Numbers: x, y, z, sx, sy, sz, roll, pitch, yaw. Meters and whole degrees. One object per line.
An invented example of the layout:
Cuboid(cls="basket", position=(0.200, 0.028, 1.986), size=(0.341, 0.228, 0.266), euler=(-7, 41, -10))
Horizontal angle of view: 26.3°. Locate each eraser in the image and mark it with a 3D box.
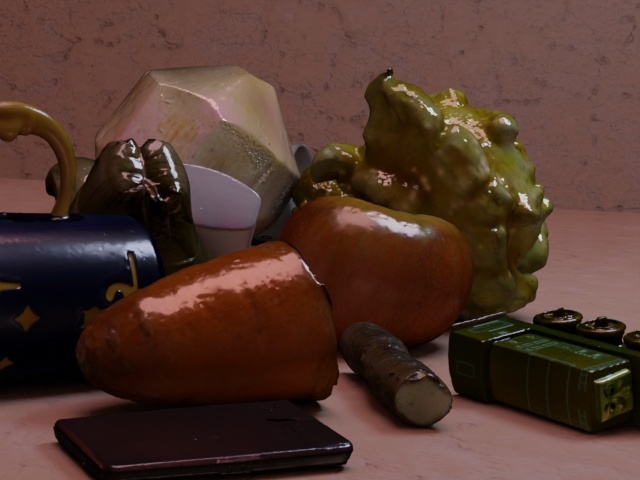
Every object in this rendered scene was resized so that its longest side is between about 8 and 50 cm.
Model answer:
Cuboid(cls="eraser", position=(-0.186, -0.030, 2.069), size=(0.174, 0.094, 0.270), euler=(15, -14, -2))

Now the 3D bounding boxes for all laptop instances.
Cuboid(cls="laptop", position=(-0.095, 0.163, 1.100), size=(0.207, 0.026, 0.154), euler=(-2, 10, -26))

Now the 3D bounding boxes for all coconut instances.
Cuboid(cls="coconut", position=(-0.203, -0.142, 2.347), size=(0.353, 0.352, 0.352), euler=(3, 6, 0))

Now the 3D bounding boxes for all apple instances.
Cuboid(cls="apple", position=(0.061, 0.043, 1.602), size=(0.235, 0.173, 0.210), euler=(11, 2, -2))

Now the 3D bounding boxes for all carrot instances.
Cuboid(cls="carrot", position=(-0.110, 0.094, 1.252), size=(0.225, 0.159, 0.159), euler=(-12, 13, -30))

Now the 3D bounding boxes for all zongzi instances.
Cuboid(cls="zongzi", position=(-0.149, 0.007, 1.569), size=(0.300, 0.145, 0.274), euler=(10, -37, -28))

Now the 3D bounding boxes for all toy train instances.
Cuboid(cls="toy train", position=(0.240, 0.124, 1.318), size=(0.137, 0.090, 0.225), euler=(-10, 13, -34))

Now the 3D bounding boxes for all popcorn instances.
Cuboid(cls="popcorn", position=(0.169, -0.056, 1.805), size=(0.274, 0.335, 0.279), euler=(-19, -5, 36))

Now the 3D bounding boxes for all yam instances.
Cuboid(cls="yam", position=(0.067, 0.127, 1.333), size=(0.061, 0.061, 0.253), euler=(1, 7, -11))

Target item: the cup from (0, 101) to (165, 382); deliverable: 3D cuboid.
Cuboid(cls="cup", position=(-0.277, 0.022, 1.303), size=(0.256, 0.255, 0.178), euler=(-1, 41, -35))

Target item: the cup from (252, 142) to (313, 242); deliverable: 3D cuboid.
Cuboid(cls="cup", position=(-0.124, -0.069, 2.639), size=(0.234, 0.186, 0.258), euler=(-4, -26, 19))

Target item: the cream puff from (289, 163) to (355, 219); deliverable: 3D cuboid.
Cuboid(cls="cream puff", position=(0.065, -0.055, 2.317), size=(0.244, 0.196, 0.244), euler=(15, -14, 4))

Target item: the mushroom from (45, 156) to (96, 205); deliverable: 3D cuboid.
Cuboid(cls="mushroom", position=(-0.262, -0.011, 1.874), size=(0.218, 0.211, 0.292), euler=(-4, 1, -26))
